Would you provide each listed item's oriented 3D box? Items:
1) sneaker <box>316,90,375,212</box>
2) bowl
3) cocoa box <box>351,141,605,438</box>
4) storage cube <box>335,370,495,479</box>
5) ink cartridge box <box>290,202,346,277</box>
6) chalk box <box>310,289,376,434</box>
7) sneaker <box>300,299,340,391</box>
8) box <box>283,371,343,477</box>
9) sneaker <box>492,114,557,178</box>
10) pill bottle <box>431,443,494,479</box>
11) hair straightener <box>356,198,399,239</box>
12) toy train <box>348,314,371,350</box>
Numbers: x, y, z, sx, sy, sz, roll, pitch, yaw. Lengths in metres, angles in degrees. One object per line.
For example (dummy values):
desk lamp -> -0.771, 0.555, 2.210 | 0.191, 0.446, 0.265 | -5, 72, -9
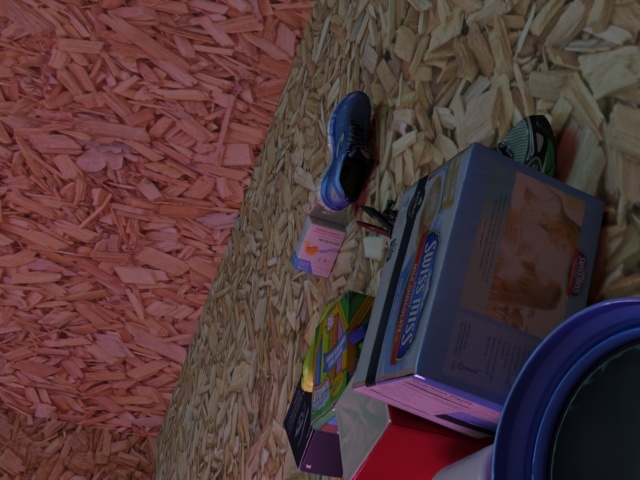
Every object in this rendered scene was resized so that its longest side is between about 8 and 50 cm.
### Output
sneaker -> 0.093, -0.238, 2.206 | 0.147, 0.130, 0.329 | -5, 73, 57
bowl -> 0.342, 0.257, 0.886 | 0.391, 0.077, 0.390 | -34, 49, 50
cocoa box -> 0.225, 0.081, 1.199 | 0.228, 0.232, 0.347 | 142, 148, -66
storage cube -> 0.153, 0.300, 1.372 | 0.183, 0.193, 0.215 | -96, 26, -50
ink cartridge box -> 0.000, 0.000, 2.275 | 0.061, 0.104, 0.181 | -112, 40, -63
chalk box -> 0.095, 0.275, 1.606 | 0.179, 0.180, 0.288 | 126, 153, -50
sneaker -> 0.039, 0.254, 1.939 | 0.295, 0.124, 0.109 | -67, -9, -51
box -> 0.002, 0.415, 1.900 | 0.207, 0.108, 0.153 | -121, 49, -67
sneaker -> 0.273, -0.076, 1.396 | 0.134, 0.146, 0.343 | -91, 24, -43
pill bottle -> 0.224, 0.374, 1.183 | 0.229, 0.131, 0.131 | 129, 151, -54
hair straightener -> 0.146, -0.057, 1.957 | 0.230, 0.047, 0.089 | -144, 70, -72
toy train -> 0.185, 0.167, 1.537 | 0.143, 0.248, 0.105 | 59, 148, 9
